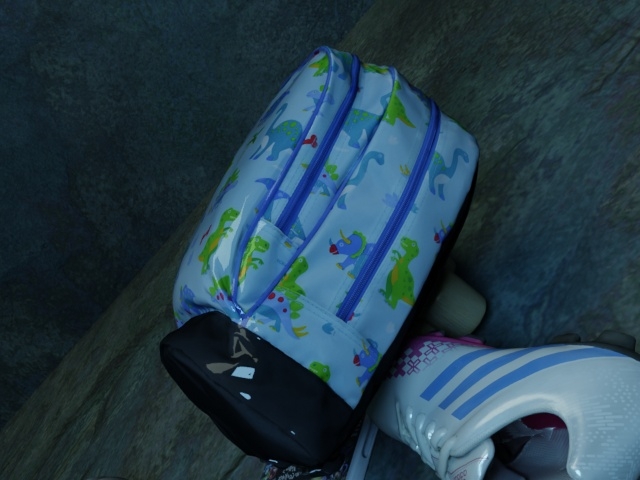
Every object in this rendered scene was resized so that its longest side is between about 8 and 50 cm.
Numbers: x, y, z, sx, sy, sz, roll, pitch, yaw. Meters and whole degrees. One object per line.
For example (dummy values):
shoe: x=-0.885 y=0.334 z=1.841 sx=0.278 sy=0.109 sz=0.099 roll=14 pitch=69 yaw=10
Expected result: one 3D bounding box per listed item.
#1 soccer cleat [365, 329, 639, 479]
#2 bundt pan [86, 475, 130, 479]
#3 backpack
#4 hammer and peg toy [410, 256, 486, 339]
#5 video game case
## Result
soccer cleat: x=0.118 y=0.150 z=0.638 sx=0.143 sy=0.116 sz=0.331 roll=-47 pitch=16 yaw=-33
bundt pan: x=-0.353 y=0.485 z=1.115 sx=0.331 sy=0.124 sz=0.331 roll=-43 pitch=22 yaw=23
backpack: x=0.000 y=0.000 z=0.720 sx=0.355 sy=0.273 sz=0.290 roll=-45 pitch=3 yaw=-18
hammer and peg toy: x=0.031 y=0.065 z=0.935 sx=0.266 sy=0.127 sz=0.361 roll=-47 pitch=17 yaw=0
video game case: x=0.003 y=0.232 z=0.917 sx=0.190 sy=0.022 sz=0.173 roll=-29 pitch=30 yaw=46
